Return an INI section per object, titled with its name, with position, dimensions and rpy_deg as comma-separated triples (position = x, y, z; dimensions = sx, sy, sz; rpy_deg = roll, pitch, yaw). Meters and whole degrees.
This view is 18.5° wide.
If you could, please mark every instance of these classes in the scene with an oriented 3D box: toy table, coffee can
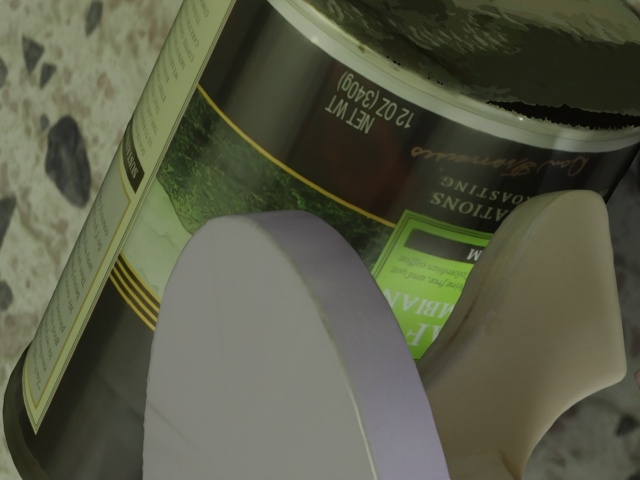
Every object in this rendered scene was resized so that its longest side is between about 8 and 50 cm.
[toy table]
position = 0.046, 0.121, 0.684
dimensions = 0.252, 0.160, 0.274
rpy_deg = 17, 110, 57
[coffee can]
position = 0.000, 0.000, 0.858
dimensions = 0.201, 0.201, 0.275
rpy_deg = 49, 126, 33

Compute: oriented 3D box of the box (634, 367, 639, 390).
[box]
position = 0.247, 0.039, 0.649
dimensions = 0.257, 0.122, 0.128
rpy_deg = -41, 63, 42
